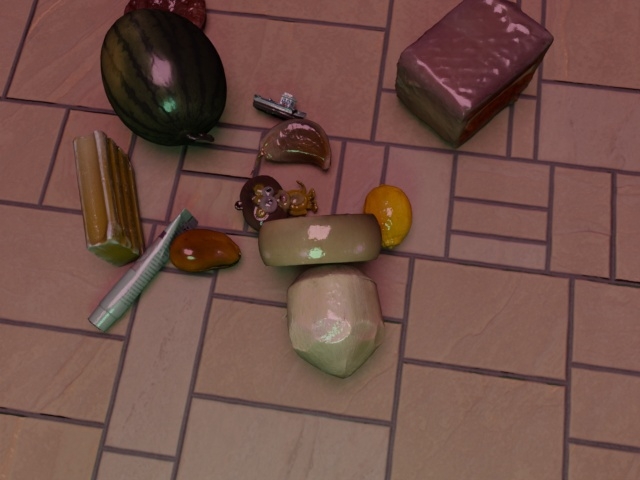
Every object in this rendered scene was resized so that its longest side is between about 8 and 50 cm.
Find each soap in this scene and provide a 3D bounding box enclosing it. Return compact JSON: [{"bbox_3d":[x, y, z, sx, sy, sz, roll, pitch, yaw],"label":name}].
[{"bbox_3d":[-0.484,-0.093,1.626,0.089,0.173,0.274,-16,70,5],"label":"soap"}]

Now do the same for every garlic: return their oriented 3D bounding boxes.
[{"bbox_3d":[-0.074,-0.226,1.703,0.198,0.090,0.129,-3,83,-4],"label":"garlic"}]

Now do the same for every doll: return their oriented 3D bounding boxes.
[{"bbox_3d":[-0.105,-0.096,1.656,0.188,0.096,0.145,-30,80,-18],"label":"doll"}]

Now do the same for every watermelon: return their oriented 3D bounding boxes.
[{"bbox_3d":[-0.362,-0.373,1.659,0.278,0.279,0.359,-24,72,-6],"label":"watermelon"}]

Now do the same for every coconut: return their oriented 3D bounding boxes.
[{"bbox_3d":[0.030,0.173,1.494,0.224,0.224,0.234,3,71,3],"label":"coconut"}]

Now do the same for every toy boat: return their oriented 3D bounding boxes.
[{"bbox_3d":[-0.098,-0.336,1.751,0.140,0.059,0.066,23,91,7],"label":"toy boat"}]

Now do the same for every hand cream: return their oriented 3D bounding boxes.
[{"bbox_3d":[-0.399,0.069,1.618,0.058,0.085,0.331,37,79,26],"label":"hand cream"}]

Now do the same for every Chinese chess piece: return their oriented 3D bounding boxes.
[{"bbox_3d":[0.000,0.000,1.525,0.273,0.273,0.102,-5,90,1],"label":"Chinese chess piece"}]

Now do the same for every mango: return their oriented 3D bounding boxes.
[{"bbox_3d":[-0.267,0.026,1.625,0.159,0.084,0.105,5,56,-20],"label":"mango"}]

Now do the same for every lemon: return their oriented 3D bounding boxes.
[{"bbox_3d":[0.154,-0.056,1.618,0.114,0.114,0.155,-7,72,0],"label":"lemon"}]

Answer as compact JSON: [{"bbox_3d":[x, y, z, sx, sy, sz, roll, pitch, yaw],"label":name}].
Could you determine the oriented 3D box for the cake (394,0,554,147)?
[{"bbox_3d":[0.347,-0.403,1.667,0.309,0.237,0.230,-39,74,-9],"label":"cake"}]

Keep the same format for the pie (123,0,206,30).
[{"bbox_3d":[-0.404,-0.594,1.859,0.218,0.054,0.204,15,72,9],"label":"pie"}]
